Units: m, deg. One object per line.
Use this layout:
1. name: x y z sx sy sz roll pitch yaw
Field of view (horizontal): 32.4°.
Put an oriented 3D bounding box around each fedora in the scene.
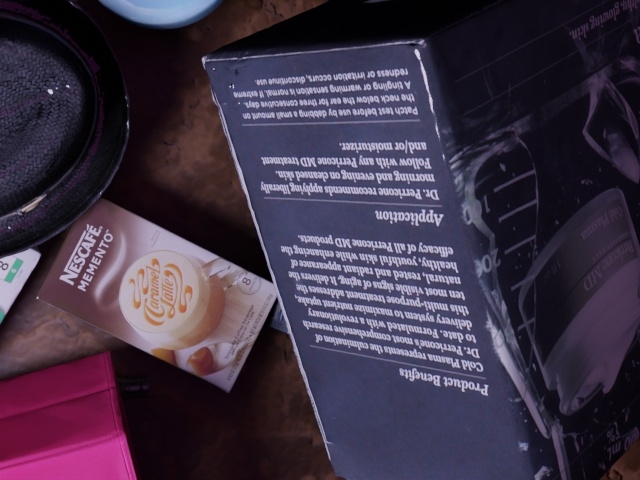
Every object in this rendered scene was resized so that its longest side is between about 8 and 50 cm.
1. fedora: -0.350 -0.122 1.098 0.334 0.152 0.334 -2 96 -18

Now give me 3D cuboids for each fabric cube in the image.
1. fabric cube: -0.314 0.298 1.164 0.258 0.259 0.254 -12 105 -11

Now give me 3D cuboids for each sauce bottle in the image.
1. sauce bottle: -0.268 0.178 1.307 0.128 0.042 0.042 -5 91 -14

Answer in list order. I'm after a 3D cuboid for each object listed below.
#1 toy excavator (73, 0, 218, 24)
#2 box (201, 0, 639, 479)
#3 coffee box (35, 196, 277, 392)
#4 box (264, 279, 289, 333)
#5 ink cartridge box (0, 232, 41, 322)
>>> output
1. toy excavator: -0.257 -0.319 1.243 0.433 0.222 0.445 27 93 -9
2. box: 0.199 -0.049 1.144 0.480 0.297 0.471 -32 116 -37
3. coffee box: -0.191 0.061 1.294 0.246 0.098 0.141 27 84 -11
4. box: 0.000 0.000 1.293 0.059 0.183 0.232 16 86 -11
5. ink cartridge box: -0.444 0.038 1.188 0.225 0.056 0.181 31 91 -37
